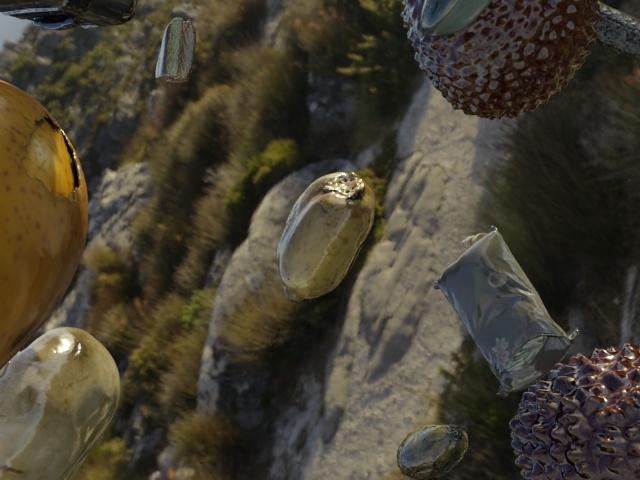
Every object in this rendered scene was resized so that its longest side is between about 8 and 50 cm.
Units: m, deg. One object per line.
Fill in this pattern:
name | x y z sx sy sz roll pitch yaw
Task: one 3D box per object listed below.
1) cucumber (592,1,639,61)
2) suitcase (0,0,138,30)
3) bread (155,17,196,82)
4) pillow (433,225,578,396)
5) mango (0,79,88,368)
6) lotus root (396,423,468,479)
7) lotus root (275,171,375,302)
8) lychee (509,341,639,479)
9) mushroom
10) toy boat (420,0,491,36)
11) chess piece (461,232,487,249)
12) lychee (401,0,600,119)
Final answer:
cucumber | 0.487 -0.319 1.297 0.067 0.245 0.067 -55 -14 -21
suitcase | -0.240 -0.359 0.778 0.202 0.128 0.312 16 97 49
bread | -0.198 -0.245 1.132 0.109 0.043 0.062 117 148 -44
pillow | 0.286 0.114 1.332 0.169 0.059 0.255 -46 56 24
mango | -0.219 -0.011 0.433 0.191 0.160 0.290 -20 20 -2
lotus root | 0.179 0.348 1.348 0.179 0.089 0.080 125 147 -55
lotus root | 0.000 0.000 1.525 0.160 0.146 0.284 -69 4 -58
lychee | 0.413 0.275 1.056 0.330 0.306 0.306 12 75 33
mushroom | -0.258 0.154 0.742 0.166 0.127 0.166 -59 -7 -11
toy boat | 0.190 -0.338 0.964 0.260 0.078 0.085 -55 46 46
chess piece | 0.310 0.005 1.670 0.035 0.035 0.092 -68 12 -9
lychee | 0.255 -0.313 1.184 0.304 0.276 0.276 -35 39 52
